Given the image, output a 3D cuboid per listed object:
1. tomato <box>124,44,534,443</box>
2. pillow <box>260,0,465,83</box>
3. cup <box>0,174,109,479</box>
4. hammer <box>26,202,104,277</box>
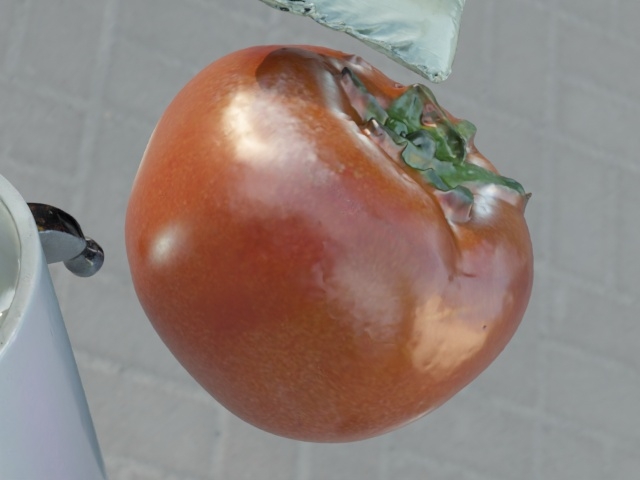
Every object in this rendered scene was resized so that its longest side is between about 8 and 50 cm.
[{"bbox_3d":[0.000,0.000,1.528,0.341,0.273,0.341,35,26,-20],"label":"tomato"},{"bbox_3d":[0.010,-0.212,1.440,0.229,0.051,0.128,24,51,-7],"label":"pillow"},{"bbox_3d":[-0.205,0.156,0.803,0.253,0.253,0.371,-47,138,-38],"label":"cup"},{"bbox_3d":[-0.318,0.054,1.413,0.290,0.137,0.037,-28,65,5],"label":"hammer"}]
